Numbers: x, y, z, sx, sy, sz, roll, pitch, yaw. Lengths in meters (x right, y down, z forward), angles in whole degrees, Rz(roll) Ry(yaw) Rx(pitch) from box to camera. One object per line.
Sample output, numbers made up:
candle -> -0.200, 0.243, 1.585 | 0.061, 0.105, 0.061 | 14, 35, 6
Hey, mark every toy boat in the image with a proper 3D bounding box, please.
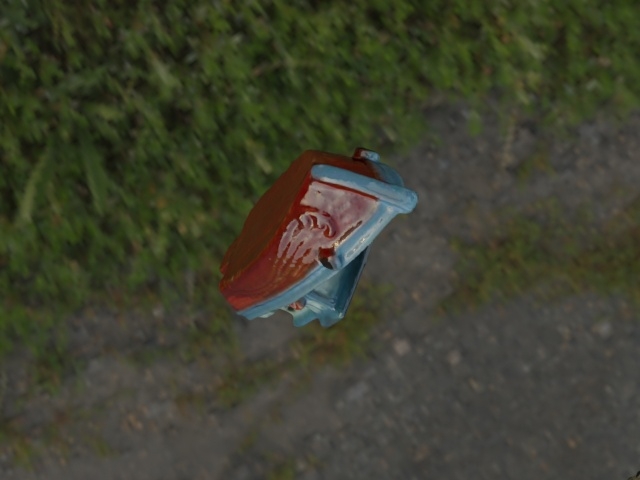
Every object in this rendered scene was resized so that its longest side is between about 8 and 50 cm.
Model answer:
toy boat -> 0.000, 0.000, 0.848 | 0.059, 0.069, 0.173 | 26, 156, -11

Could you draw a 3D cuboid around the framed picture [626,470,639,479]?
framed picture -> 0.270, 0.096, 0.946 | 0.290, 0.020, 0.211 | -30, 157, 3
